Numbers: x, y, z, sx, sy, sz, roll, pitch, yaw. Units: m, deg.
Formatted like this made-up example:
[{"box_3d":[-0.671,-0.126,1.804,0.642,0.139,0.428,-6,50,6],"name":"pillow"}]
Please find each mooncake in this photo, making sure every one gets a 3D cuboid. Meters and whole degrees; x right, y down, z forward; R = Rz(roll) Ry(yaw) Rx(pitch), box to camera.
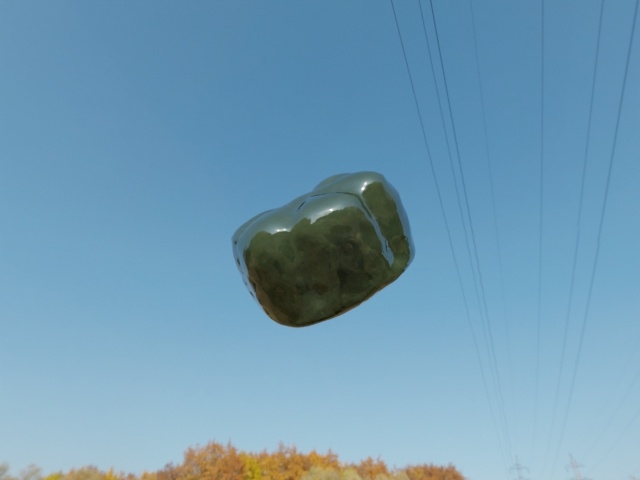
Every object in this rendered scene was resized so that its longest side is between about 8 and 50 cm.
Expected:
[{"box_3d":[0.000,0.000,0.412,0.168,0.175,0.104,-18,-73,35],"name":"mooncake"}]
